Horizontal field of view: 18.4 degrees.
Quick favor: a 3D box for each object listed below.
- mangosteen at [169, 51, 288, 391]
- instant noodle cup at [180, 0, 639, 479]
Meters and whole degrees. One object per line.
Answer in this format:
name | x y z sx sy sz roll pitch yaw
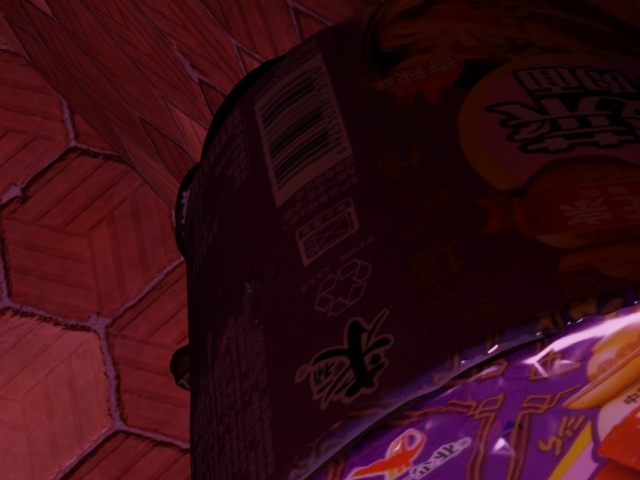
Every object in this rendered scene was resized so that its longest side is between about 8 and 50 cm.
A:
mangosteen | 0.000 0.000 1.217 0.211 0.250 0.211 43 175 4
instant noodle cup | 0.086 0.067 0.836 0.340 0.340 0.266 56 -170 -39
